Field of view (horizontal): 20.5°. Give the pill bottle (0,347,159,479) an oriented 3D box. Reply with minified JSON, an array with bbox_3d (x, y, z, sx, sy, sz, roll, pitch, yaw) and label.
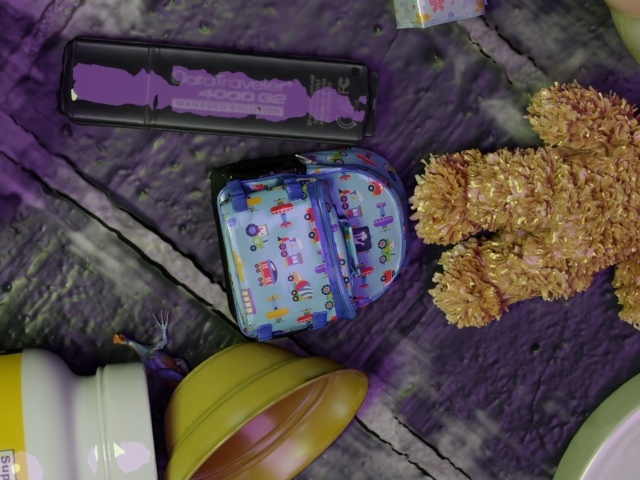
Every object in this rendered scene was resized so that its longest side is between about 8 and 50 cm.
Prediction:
[{"bbox_3d":[-0.307,0.191,1.505,0.334,0.188,0.188,-6,102,-6],"label":"pill bottle"}]

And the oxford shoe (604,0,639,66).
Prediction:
[{"bbox_3d":[0.389,-0.284,1.450,0.397,0.140,0.146,-36,135,-6],"label":"oxford shoe"}]

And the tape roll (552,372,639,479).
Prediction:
[{"bbox_3d":[0.402,0.286,1.664,0.392,0.072,0.392,-1,101,-5],"label":"tape roll"}]

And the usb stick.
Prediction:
[{"bbox_3d":[-0.089,-0.129,1.540,0.278,0.045,0.077,4,94,-7],"label":"usb stick"}]

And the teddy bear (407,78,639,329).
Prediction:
[{"bbox_3d":[0.245,-0.031,1.564,0.338,0.113,0.245,-2,104,-6],"label":"teddy bear"}]

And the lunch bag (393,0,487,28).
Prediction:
[{"bbox_3d":[0.104,-0.223,1.538,0.083,0.053,0.071,-16,103,-29],"label":"lunch bag"}]

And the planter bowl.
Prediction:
[{"bbox_3d":[-0.070,0.153,1.548,0.217,0.217,0.090,-41,69,3],"label":"planter bowl"}]

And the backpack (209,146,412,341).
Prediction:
[{"bbox_3d":[0.000,0.000,1.540,0.173,0.117,0.158,-9,103,-7],"label":"backpack"}]

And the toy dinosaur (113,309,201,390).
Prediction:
[{"bbox_3d":[-0.149,0.111,1.584,0.082,0.047,0.090,14,110,9],"label":"toy dinosaur"}]
